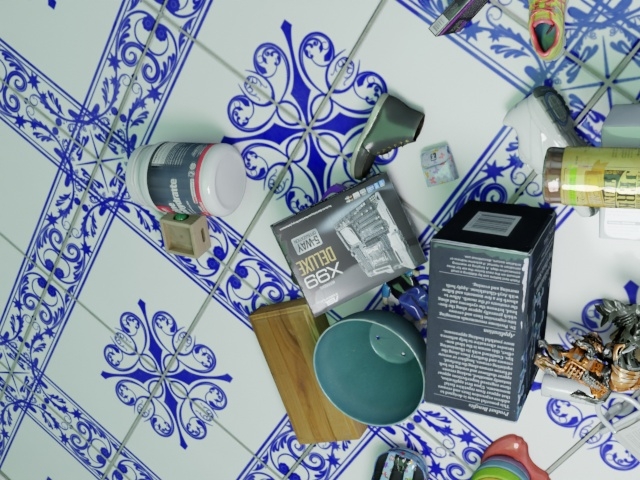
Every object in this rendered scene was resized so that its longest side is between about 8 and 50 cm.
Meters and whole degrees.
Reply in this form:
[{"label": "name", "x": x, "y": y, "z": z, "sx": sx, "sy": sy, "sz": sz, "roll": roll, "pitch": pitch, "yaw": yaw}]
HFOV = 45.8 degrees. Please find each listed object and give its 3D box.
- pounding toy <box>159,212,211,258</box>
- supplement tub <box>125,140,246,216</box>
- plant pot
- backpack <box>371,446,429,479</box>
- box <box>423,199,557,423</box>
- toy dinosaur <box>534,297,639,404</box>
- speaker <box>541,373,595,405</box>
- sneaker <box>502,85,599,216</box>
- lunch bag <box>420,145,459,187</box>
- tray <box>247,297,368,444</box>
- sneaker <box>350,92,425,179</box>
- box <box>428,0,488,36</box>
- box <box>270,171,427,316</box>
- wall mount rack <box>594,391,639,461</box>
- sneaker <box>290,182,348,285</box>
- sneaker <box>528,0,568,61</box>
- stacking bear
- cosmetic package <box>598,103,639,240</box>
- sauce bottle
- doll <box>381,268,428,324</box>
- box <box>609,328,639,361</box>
[{"label": "pounding toy", "x": -0.362, "y": -0.039, "z": 2.114, "sx": 0.130, "sy": 0.100, "sz": 0.141, "roll": 11, "pitch": 124, "yaw": 24}, {"label": "supplement tub", "x": -0.351, "y": -0.164, "z": 1.989, "sx": 0.272, "sy": 0.191, "sz": 0.191, "roll": 5, "pitch": 112, "yaw": 25}, {"label": "plant pot", "x": 0.154, "y": 0.290, "z": 1.908, "sx": 0.290, "sy": 0.195, "sz": 0.290, "roll": 10, "pitch": 114, "yaw": 24}, {"label": "backpack", "x": 0.221, "y": 0.632, "z": 2.056, "sx": 0.158, "sy": 0.117, "sz": 0.173, "roll": 16, "pitch": 116, "yaw": 21}, {"label": "box", "x": 0.377, "y": 0.146, "z": 1.680, "sx": 0.212, "sy": 0.293, "sz": 0.395, "roll": 9, "pitch": 114, "yaw": 24}, {"label": "toy dinosaur", "x": 0.631, "y": 0.247, "z": 1.619, "sx": 0.322, "sy": 0.164, "sz": 0.218, "roll": 13, "pitch": 81, "yaw": -8}, {"label": "speaker", "x": 0.595, "y": 0.355, "z": 1.793, "sx": 0.136, "sy": 0.055, "sz": 0.055, "roll": 7, "pitch": 112, "yaw": 25}, {"label": "sneaker", "x": 0.502, "y": -0.180, "z": 1.618, "sx": 0.129, "sy": 0.111, "sz": 0.297, "roll": -27, "pitch": 92, "yaw": 48}, {"label": "lunch bag", "x": 0.272, "y": -0.172, "z": 1.752, "sx": 0.071, "sy": 0.053, "sz": 0.083, "roll": -13, "pitch": 94, "yaw": 29}, {"label": "tray", "x": -0.035, "y": 0.366, "z": 2.108, "sx": 0.203, "sy": 0.076, "sz": 0.411, "roll": -14, "pitch": 102, "yaw": 30}, {"label": "sneaker", "x": 0.153, "y": -0.221, "z": 1.774, "sx": 0.118, "sy": 0.083, "sz": 0.222, "roll": 29, "pitch": 119, "yaw": 14}, {"label": "box", "x": 0.294, "y": -0.473, "z": 1.557, "sx": 0.029, "sy": 0.162, "sz": 0.116, "roll": 50, "pitch": 122, "yaw": 6}, {"label": "box", "x": 0.066, "y": 0.007, "z": 1.819, "sx": 0.307, "sy": 0.076, "sz": 0.242, "roll": -25, "pitch": 98, "yaw": -4}, {"label": "wall mount rack", "x": 0.795, "y": 0.410, "z": 1.655, "sx": 0.350, "sy": 0.130, "sz": 0.304, "roll": 44, "pitch": 136, "yaw": 5}, {"label": "sneaker", "x": 0.001, "y": 0.001, "z": 1.901, "sx": 0.102, "sy": 0.146, "sz": 0.293, "roll": 30, "pitch": 121, "yaw": 15}, {"label": "sneaker", "x": 0.453, "y": -0.462, "z": 1.520, "sx": 0.081, "sy": 0.094, "sz": 0.208, "roll": -4, "pitch": 106, "yaw": 30}, {"label": "stacking bear", "x": 0.433, "y": 0.637, "z": 1.847, "sx": 0.164, "sy": 0.289, "sz": 0.175, "roll": -33, "pitch": 93, "yaw": 33}, {"label": "cosmetic package", "x": 0.626, "y": -0.140, "z": 1.481, "sx": 0.138, "sy": 0.224, "sz": 0.224, "roll": 5, "pitch": 111, "yaw": 25}, {"label": "sauce bottle", "x": 0.568, "y": -0.109, "z": 1.323, "sx": 0.344, "sy": 0.111, "sz": 0.111, "roll": 4, "pitch": 111, "yaw": 26}, {"label": "doll", "x": 0.208, "y": 0.124, "z": 1.902, "sx": 0.129, "sy": 0.046, "sz": 0.189, "roll": -40, "pitch": 88, "yaw": 23}, {"label": "box", "x": 0.774, "y": 0.235, "z": 1.675, "sx": 0.201, "sy": 0.021, "sz": 0.164, "roll": 43, "pitch": 123, "yaw": 5}]
